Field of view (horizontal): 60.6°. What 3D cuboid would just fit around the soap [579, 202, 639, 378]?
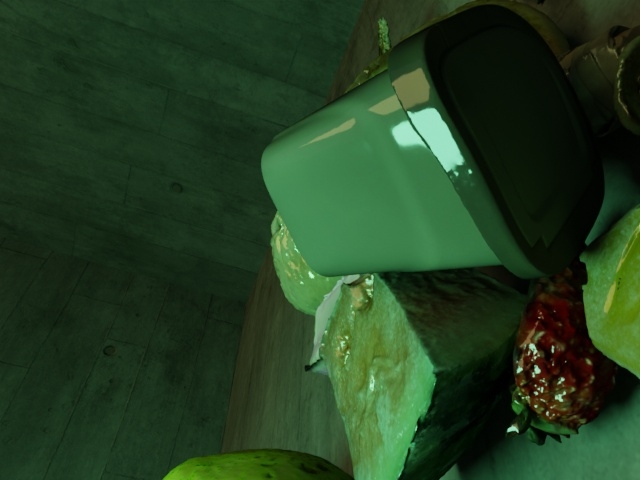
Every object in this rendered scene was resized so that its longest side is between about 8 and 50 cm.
[{"bbox_3d":[0.272,0.037,0.338,0.257,0.080,0.160,-125,52,-75],"label":"soap"}]

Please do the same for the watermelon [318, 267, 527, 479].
[{"bbox_3d":[0.116,0.146,0.631,0.302,0.151,0.264,-106,27,-56],"label":"watermelon"}]

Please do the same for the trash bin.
[{"bbox_3d":[0.094,-0.073,0.533,0.250,0.219,0.220,-14,16,47],"label":"trash bin"}]

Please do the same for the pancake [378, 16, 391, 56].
[{"bbox_3d":[0.143,-0.296,1.217,0.426,0.067,0.304,-90,-5,-51],"label":"pancake"}]

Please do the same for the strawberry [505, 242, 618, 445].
[{"bbox_3d":[0.221,0.090,0.487,0.192,0.085,0.140,-46,-41,-44],"label":"strawberry"}]

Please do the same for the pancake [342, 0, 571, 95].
[{"bbox_3d":[0.141,-0.155,0.750,0.382,0.071,0.382,-20,55,32],"label":"pancake"}]

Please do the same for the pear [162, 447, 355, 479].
[{"bbox_3d":[-0.094,0.469,0.745,0.391,0.391,0.391,-163,90,-79],"label":"pear"}]

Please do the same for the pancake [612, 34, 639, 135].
[{"bbox_3d":[0.299,-0.130,0.453,0.017,0.108,0.108,4,-73,-62],"label":"pancake"}]

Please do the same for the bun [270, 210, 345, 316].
[{"bbox_3d":[0.000,0.000,1.290,0.349,0.227,0.352,176,106,-76],"label":"bun"}]

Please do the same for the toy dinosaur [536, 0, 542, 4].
[{"bbox_3d":[0.266,-0.426,0.792,0.152,0.177,0.194,134,153,-64],"label":"toy dinosaur"}]

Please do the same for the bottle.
[{"bbox_3d":[0.279,-0.153,0.537,0.152,0.099,0.098,-11,62,66],"label":"bottle"}]

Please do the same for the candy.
[{"bbox_3d":[0.067,0.160,1.043,0.265,0.116,0.155,124,161,-56],"label":"candy"}]
